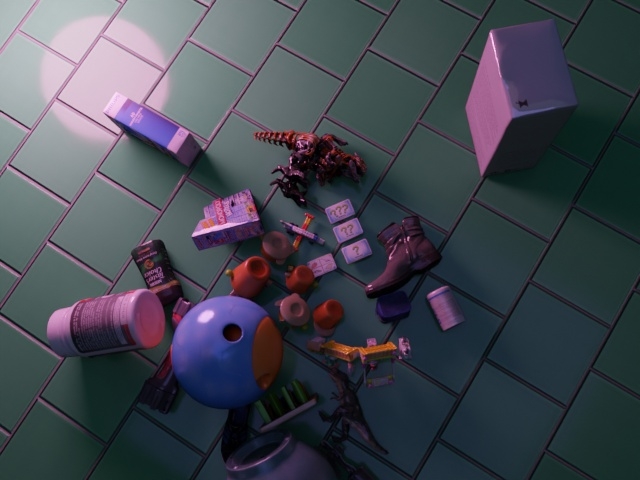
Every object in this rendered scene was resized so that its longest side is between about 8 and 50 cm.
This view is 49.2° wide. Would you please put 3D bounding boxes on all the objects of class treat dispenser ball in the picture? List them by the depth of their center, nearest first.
[{"bbox_3d":[-0.239,0.286,1.795,0.288,0.288,0.288,-1,78,4],"label":"treat dispenser ball"}]

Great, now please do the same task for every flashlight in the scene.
[{"bbox_3d":[-0.407,0.311,1.923,0.103,0.103,0.304,29,84,-28],"label":"flashlight"}]

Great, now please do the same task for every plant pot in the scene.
[{"bbox_3d":[-0.109,0.578,1.673,0.293,0.293,0.196,-24,98,-1],"label":"plant pot"}]

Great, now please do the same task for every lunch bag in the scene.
[{"bbox_3d":[0.196,0.186,1.913,0.098,0.065,0.067,-14,63,-5],"label":"lunch bag"}]

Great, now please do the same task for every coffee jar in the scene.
[{"bbox_3d":[-0.460,0.096,1.980,0.096,0.079,0.184,-26,78,0],"label":"coffee jar"}]

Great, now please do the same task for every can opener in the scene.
[{"bbox_3d":[0.091,0.629,1.821,0.280,0.074,0.093,41,69,9],"label":"can opener"}]

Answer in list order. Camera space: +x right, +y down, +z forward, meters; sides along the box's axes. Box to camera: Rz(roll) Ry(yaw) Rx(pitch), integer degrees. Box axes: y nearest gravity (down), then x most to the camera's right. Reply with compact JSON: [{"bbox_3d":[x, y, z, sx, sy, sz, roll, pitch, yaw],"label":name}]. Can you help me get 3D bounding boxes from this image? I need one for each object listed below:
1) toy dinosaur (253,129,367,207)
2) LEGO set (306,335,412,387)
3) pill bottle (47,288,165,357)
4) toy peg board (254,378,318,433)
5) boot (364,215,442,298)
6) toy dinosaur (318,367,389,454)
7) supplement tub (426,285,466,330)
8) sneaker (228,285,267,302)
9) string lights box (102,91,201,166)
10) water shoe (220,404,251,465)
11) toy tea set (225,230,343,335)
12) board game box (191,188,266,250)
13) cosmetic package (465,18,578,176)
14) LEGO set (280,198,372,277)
[{"bbox_3d":[-0.037,-0.228,2.005,0.322,0.164,0.218,15,64,26],"label":"toy dinosaur"},{"bbox_3d":[0.101,0.326,1.872,0.287,0.132,0.107,-2,105,7],"label":"LEGO set"},{"bbox_3d":[-0.582,0.230,1.896,0.283,0.161,0.161,-11,77,18],"label":"pill bottle"},{"bbox_3d":[-0.094,0.422,1.833,0.161,0.160,0.079,-28,84,-2],"label":"toy peg board"},{"bbox_3d":[0.201,0.045,1.946,0.246,0.083,0.161,-30,70,-8],"label":"boot"},{"bbox_3d":[0.068,0.475,1.867,0.118,0.064,0.268,-27,80,-8],"label":"toy dinosaur"},{"bbox_3d":[0.341,0.184,1.899,0.071,0.071,0.107,-24,76,-1],"label":"supplement tub"},{"bbox_3d":[-0.223,0.177,1.949,0.071,0.066,0.188,33,83,10],"label":"sneaker"},{"bbox_3d":[-0.489,-0.324,2.044,0.260,0.133,0.077,29,82,10],"label":"string lights box"},{"bbox_3d":[-0.232,0.510,1.871,0.073,0.080,0.203,4,78,6],"label":"water shoe"},{"bbox_3d":[-0.097,0.146,1.912,0.336,0.124,0.200,48,49,3],"label":"toy tea set"},{"bbox_3d":[-0.269,-0.057,1.957,0.194,0.060,0.194,-23,41,-2],"label":"board game box"},{"bbox_3d":[0.500,-0.347,1.804,0.161,0.453,0.230,-10,78,2],"label":"cosmetic package"},{"bbox_3d":[0.000,0.000,1.975,0.244,0.060,0.182,-22,74,2],"label":"LEGO set"}]
